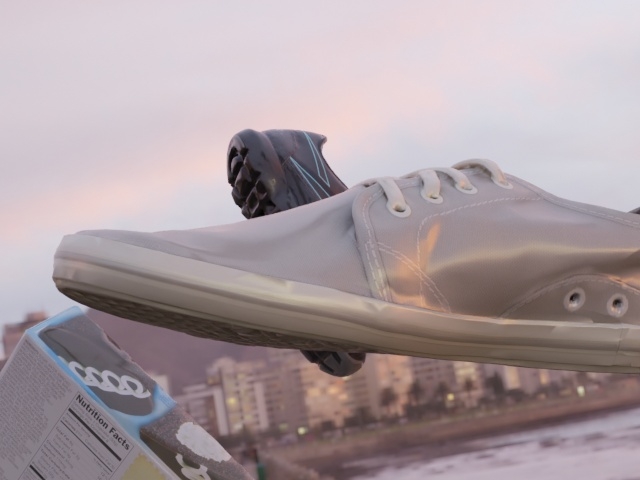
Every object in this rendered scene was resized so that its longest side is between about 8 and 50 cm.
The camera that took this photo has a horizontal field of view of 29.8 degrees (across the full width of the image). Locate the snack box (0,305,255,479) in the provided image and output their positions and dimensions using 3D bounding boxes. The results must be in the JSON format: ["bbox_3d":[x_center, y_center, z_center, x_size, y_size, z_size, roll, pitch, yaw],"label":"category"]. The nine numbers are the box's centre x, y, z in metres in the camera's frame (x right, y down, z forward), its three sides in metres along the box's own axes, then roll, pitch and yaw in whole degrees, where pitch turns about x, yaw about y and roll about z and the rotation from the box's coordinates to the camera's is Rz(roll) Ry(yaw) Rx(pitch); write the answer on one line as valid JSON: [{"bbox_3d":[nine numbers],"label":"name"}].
[{"bbox_3d":[-0.109,0.220,0.804,0.187,0.322,0.060,-53,-11,29],"label":"snack box"}]

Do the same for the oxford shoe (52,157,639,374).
[{"bbox_3d":[0.060,0.011,0.741,0.449,0.130,0.169,4,-2,-23],"label":"oxford shoe"}]

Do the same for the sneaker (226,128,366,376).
[{"bbox_3d":[0.000,0.000,1.154,0.106,0.267,0.101,-11,-22,-27],"label":"sneaker"}]
